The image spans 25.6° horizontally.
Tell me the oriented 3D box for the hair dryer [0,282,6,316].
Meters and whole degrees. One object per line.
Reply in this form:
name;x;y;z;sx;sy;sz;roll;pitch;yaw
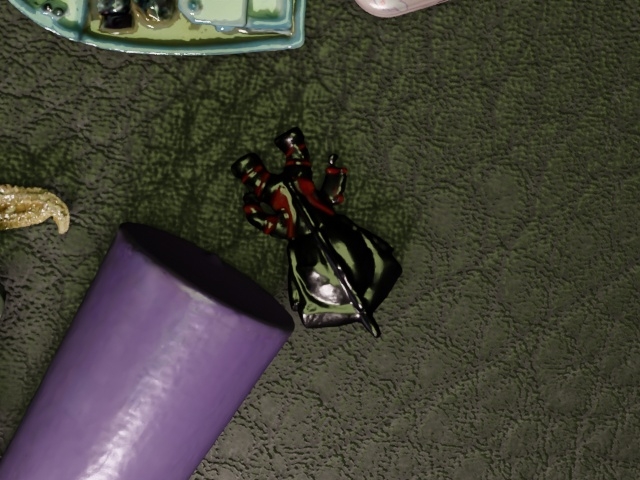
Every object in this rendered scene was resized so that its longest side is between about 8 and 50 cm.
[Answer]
hair dryer;-0.484;0.099;1.456;0.267;0.092;0.229;18;57;-4

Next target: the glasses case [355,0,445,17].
glasses case;0.168;-0.330;1.533;0.296;0.075;0.113;-18;93;1

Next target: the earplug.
earplug;-0.230;0.219;1.514;0.215;0.215;0.456;31;97;-5

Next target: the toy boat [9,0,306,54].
toy boat;-0.179;-0.271;1.498;0.331;0.133;0.145;4;96;-2

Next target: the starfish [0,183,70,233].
starfish;-0.442;-0.034;1.548;0.299;0.060;0.302;-27;103;5

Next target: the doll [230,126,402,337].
doll;0.002;-0.001;1.561;0.127;0.088;0.249;-36;86;22
